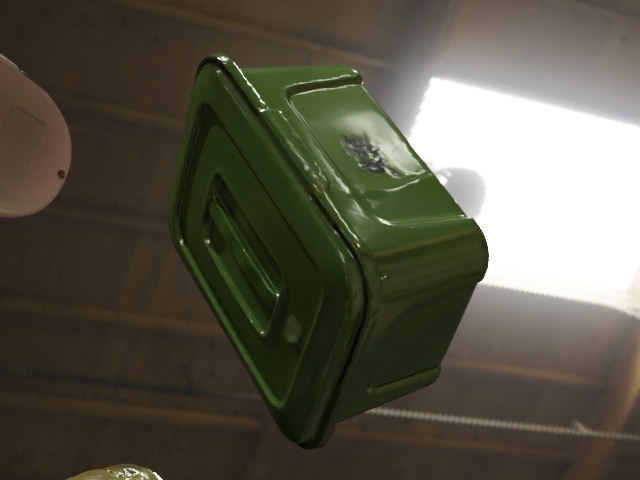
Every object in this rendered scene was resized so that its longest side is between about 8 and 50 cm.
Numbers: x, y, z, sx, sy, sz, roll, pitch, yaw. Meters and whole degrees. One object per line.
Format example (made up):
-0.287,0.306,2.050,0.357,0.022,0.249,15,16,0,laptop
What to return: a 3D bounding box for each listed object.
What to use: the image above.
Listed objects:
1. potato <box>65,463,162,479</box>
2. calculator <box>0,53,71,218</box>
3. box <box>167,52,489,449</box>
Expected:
-0.215,0.377,1.290,0.218,0.351,0.202,26,-44,-11,potato
-0.223,-0.076,0.825,0.166,0.024,0.103,32,-113,-36,calculator
0.000,0.000,1.257,0.178,0.328,0.252,-10,-40,-30,box
